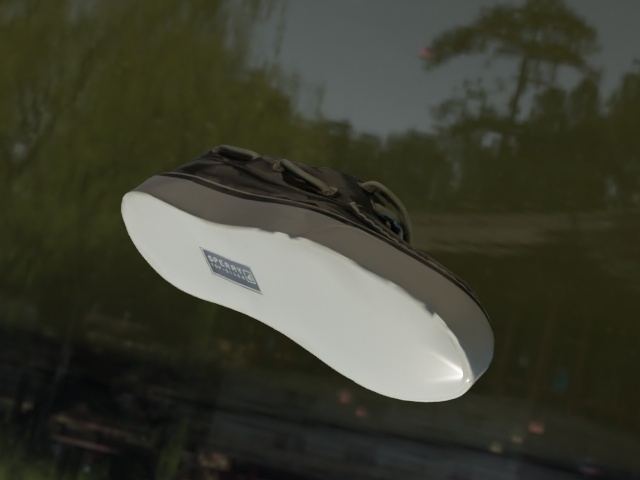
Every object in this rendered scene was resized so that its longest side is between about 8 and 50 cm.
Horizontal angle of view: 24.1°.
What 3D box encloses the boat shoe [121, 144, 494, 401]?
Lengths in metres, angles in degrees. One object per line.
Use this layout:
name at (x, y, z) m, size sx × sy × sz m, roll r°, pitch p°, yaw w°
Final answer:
boat shoe at (0.000, 0.000, 0.644) m, size 0.219 × 0.070 × 0.078 m, roll 23°, pitch 142°, yaw 45°
